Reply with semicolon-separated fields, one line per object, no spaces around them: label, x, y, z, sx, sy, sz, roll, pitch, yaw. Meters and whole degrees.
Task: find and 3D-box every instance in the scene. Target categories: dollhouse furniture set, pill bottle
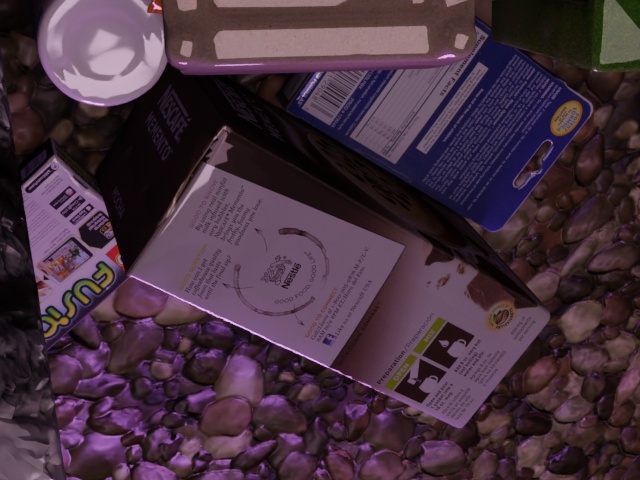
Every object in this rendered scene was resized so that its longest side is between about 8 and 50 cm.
dollhouse furniture set;0.060;-0.190;0.549;0.301;0.151;0.198;-2;108;-8
pill bottle;-0.142;-0.143;0.677;0.078;0.137;0.078;-8;121;-14

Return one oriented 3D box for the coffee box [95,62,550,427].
coffee box;0.000;0.000;0.787;0.297;0.168;0.119;28;106;-30

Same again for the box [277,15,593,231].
box;0.094;-0.108;0.839;0.225;0.036;0.136;29;105;-28

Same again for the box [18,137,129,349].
box;-0.234;0.034;0.801;0.207;0.036;0.114;-41;123;5

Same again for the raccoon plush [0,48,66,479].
raccoon plush;-0.306;-0.060;0.527;0.299;0.447;0.216;-9;146;-16
